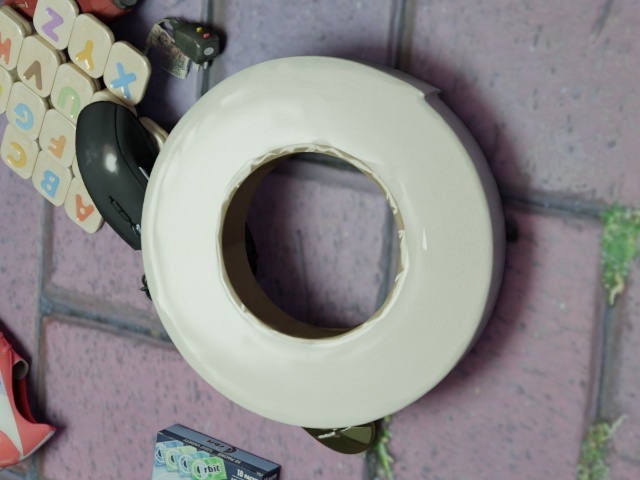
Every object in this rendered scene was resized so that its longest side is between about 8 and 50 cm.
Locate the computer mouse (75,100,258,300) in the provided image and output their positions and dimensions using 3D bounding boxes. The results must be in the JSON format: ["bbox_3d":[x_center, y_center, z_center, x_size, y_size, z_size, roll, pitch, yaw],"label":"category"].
[{"bbox_3d":[-0.180,-0.038,1.534,0.184,0.060,0.262,-7,115,31],"label":"computer mouse"}]

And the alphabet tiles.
[{"bbox_3d":[-0.298,-0.149,1.607,0.284,0.021,0.278,38,132,13],"label":"alphabet tiles"}]

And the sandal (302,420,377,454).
[{"bbox_3d":[-0.024,0.152,1.520,0.219,0.060,0.090,34,116,6],"label":"sandal"}]

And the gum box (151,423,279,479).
[{"bbox_3d":[-0.134,0.333,1.629,0.157,0.041,0.184,17,108,29],"label":"gum box"}]

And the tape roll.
[{"bbox_3d":[0.000,0.000,1.414,0.392,0.072,0.392,3,98,19],"label":"tape roll"}]

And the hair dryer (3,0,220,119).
[{"bbox_3d":[-0.267,-0.222,1.588,0.293,0.080,0.223,41,118,20],"label":"hair dryer"}]

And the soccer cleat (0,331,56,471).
[{"bbox_3d":[-0.449,0.145,1.773,0.116,0.108,0.318,-27,73,3],"label":"soccer cleat"}]
